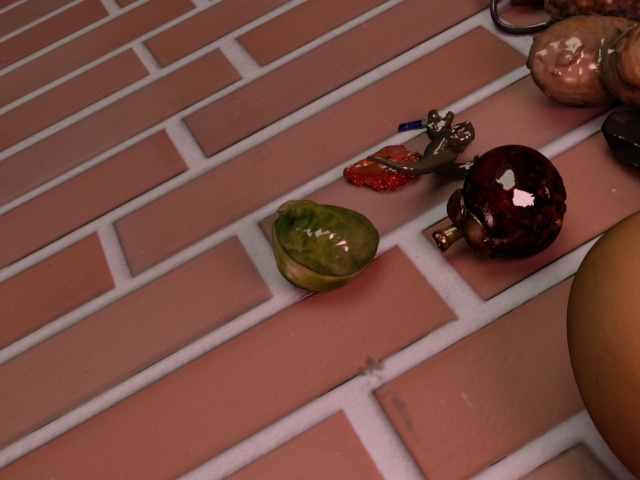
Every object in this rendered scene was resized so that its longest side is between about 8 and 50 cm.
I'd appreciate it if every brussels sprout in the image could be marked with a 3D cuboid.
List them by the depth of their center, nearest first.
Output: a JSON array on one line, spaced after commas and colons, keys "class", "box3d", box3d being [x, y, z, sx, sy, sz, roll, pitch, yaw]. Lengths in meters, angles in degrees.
[{"class": "brussels sprout", "box3d": [-0.003, 0.005, 1.263, 0.183, 0.131, 0.145, 9, 46, 26]}]

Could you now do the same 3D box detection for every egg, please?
[{"class": "egg", "box3d": [0.414, 0.113, 0.836, 0.301, 0.301, 0.374, -17, 37, 8]}]

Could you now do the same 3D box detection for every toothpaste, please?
[{"class": "toothpaste", "box3d": [0.182, -0.214, 1.497, 0.083, 0.015, 0.024, -7, 36, 25]}]

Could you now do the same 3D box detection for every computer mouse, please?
[{"class": "computer mouse", "box3d": [0.500, -0.143, 1.243, 0.099, 0.057, 0.172, -21, 41, -22]}]

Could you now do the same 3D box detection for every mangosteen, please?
[{"class": "mangosteen", "box3d": [0.267, -0.056, 1.190, 0.184, 0.172, 0.172, 1, 44, 52]}]

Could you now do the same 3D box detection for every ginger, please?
[{"class": "ginger", "box3d": [0.488, -0.285, 1.284, 0.244, 0.155, 0.304, 1, 8, -23]}]

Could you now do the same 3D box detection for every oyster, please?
[{"class": "oyster", "box3d": [0.536, -0.456, 1.473, 0.271, 0.275, 0.100, -25, -10, 40]}]

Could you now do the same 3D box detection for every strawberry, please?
[{"class": "strawberry", "box3d": [0.111, -0.131, 1.418, 0.152, 0.048, 0.104, -5, 41, 15]}]

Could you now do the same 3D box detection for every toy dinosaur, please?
[{"class": "toy dinosaur", "box3d": [0.175, -0.150, 1.382, 0.178, 0.087, 0.187, -12, 24, 10]}]

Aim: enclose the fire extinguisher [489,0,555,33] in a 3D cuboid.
[{"class": "fire extinguisher", "box3d": [0.476, -0.515, 1.599, 0.376, 0.113, 0.200, -2, 46, 22]}]
